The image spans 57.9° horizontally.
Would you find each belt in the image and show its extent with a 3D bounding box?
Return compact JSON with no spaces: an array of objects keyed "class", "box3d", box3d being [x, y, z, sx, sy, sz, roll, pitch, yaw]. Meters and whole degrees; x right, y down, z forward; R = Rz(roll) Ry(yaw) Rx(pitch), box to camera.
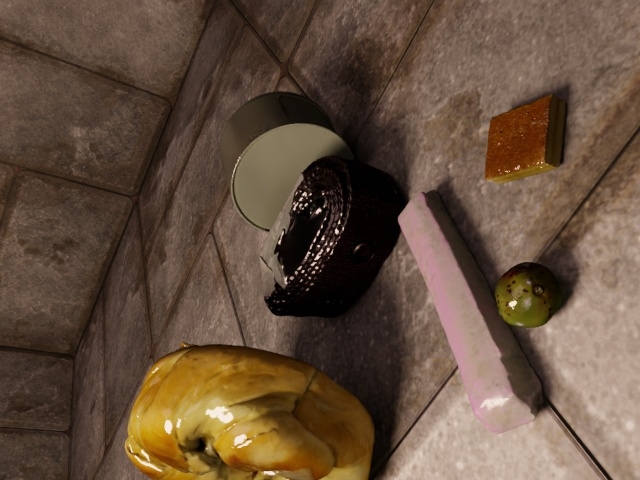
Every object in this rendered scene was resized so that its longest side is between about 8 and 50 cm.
[{"class":"belt","box3d":[0.000,0.000,0.952,0.289,0.164,0.184,-61,41,23]}]

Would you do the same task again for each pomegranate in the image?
[{"class":"pomegranate","box3d":[0.226,0.057,0.639,0.084,0.073,0.073,-86,20,-72]}]

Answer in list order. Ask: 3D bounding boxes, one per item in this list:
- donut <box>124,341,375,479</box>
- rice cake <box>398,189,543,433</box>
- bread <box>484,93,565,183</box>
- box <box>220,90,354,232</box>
[{"class":"donut","box3d":[-0.098,0.286,0.827,0.360,0.360,0.169,-38,30,47]},{"class":"rice cake","box3d":[0.174,0.065,0.732,0.072,0.056,0.364,-50,38,33]},{"class":"bread","box3d":[0.250,-0.122,0.710,0.094,0.035,0.090,-13,65,58]},{"class":"box","box3d":[-0.065,-0.144,1.067,0.226,0.226,0.149,-59,33,26]}]
